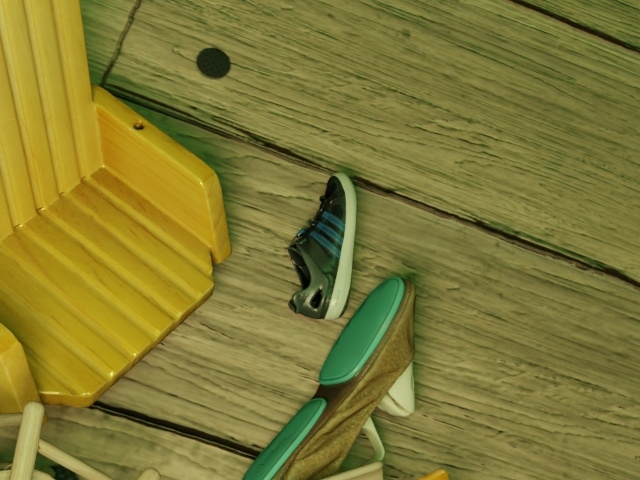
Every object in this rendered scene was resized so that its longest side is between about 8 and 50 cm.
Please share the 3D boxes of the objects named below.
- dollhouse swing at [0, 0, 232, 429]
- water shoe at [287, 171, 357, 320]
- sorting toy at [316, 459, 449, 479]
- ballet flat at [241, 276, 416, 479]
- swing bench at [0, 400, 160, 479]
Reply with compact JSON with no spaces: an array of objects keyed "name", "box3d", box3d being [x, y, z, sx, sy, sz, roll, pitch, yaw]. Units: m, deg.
[{"name":"dollhouse swing","box3d":[-0.276,-0.060,1.114,0.315,0.305,0.347,36,49,13]},{"name":"water shoe","box3d":[0.000,0.000,1.347,0.080,0.073,0.203,8,66,-11]},{"name":"sorting toy","box3d":[-0.012,0.337,1.170,0.348,0.196,0.047,-13,28,-21]},{"name":"ballet flat","box3d":[0.041,0.205,1.263,0.124,0.116,0.342,43,63,-16]},{"name":"swing bench","box3d":[-0.322,0.303,1.004,0.165,0.253,0.254,38,59,-29]}]
